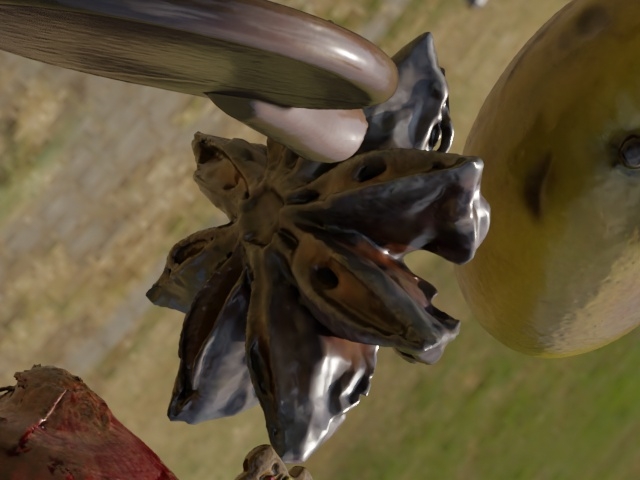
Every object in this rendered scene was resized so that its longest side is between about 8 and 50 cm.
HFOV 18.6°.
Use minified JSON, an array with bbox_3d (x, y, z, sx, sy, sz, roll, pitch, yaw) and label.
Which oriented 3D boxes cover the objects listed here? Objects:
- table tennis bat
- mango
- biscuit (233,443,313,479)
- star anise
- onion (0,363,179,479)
[{"bbox_3d":[-0.035,0.007,0.464,0.170,0.107,0.119,19,81,-68],"label":"table tennis bat"},{"bbox_3d":[0.229,-0.051,1.587,0.301,0.220,0.445,-52,174,-19],"label":"mango"},{"bbox_3d":[-0.023,0.162,1.112,0.092,0.016,0.082,22,85,-29],"label":"biscuit"},{"bbox_3d":[0.001,0.002,1.353,0.117,0.332,0.332,20,112,-36],"label":"star anise"},{"bbox_3d":[-0.195,0.202,1.191,0.276,0.276,0.276,-44,160,-20],"label":"onion"}]
